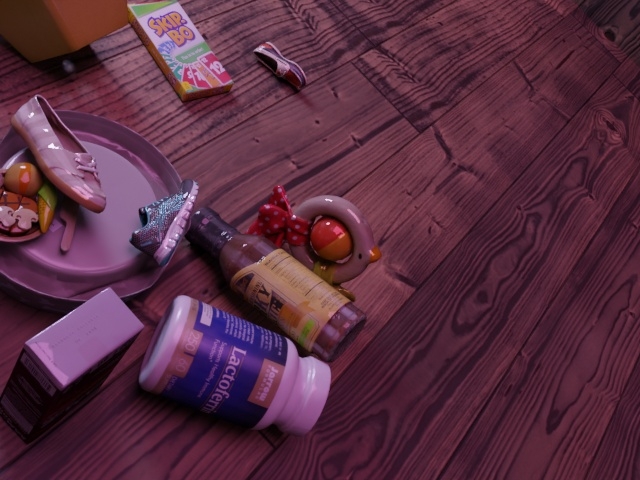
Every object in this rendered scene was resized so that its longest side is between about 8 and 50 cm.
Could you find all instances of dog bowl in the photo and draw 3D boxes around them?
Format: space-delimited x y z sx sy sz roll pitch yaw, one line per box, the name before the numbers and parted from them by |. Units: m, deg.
dog bowl | -0.387 -0.039 1.124 0.349 0.102 0.348 16 53 -22

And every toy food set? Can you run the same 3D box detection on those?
toy food set | -0.440 -0.059 1.008 0.192 0.038 0.132 13 54 -24

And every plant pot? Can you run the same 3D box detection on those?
plant pot | -0.469 -0.436 1.257 0.212 0.212 0.187 -48 126 -42

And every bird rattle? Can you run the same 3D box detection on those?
bird rattle | 0.000 0.000 1.285 0.143 0.207 0.253 -19 80 -58

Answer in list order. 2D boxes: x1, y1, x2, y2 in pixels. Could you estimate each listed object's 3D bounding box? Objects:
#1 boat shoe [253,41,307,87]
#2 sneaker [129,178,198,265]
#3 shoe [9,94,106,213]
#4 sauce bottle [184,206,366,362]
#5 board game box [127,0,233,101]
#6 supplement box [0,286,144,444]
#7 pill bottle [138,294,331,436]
boat shoe | -0.089 -0.386 1.580 0.137 0.049 0.043 44 51 4
sneaker | -0.244 -0.042 1.108 0.076 0.065 0.166 25 48 -11
shoe | -0.381 -0.129 1.049 0.219 0.058 0.076 48 9 16
sauce bottle | -0.086 0.066 1.201 0.344 0.111 0.111 36 45 18
board game box | -0.299 -0.406 1.475 0.124 0.039 0.259 -24 72 -41
supplement box | -0.331 0.169 0.924 0.073 0.239 0.130 48 48 3
pill bottle | -0.128 0.200 1.090 0.265 0.153 0.153 25 50 -16
